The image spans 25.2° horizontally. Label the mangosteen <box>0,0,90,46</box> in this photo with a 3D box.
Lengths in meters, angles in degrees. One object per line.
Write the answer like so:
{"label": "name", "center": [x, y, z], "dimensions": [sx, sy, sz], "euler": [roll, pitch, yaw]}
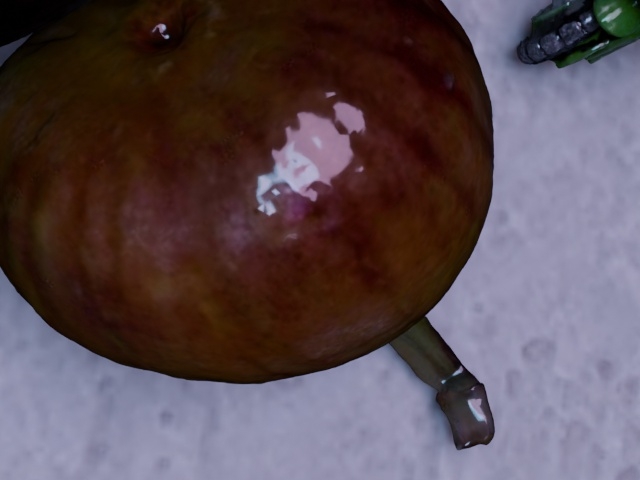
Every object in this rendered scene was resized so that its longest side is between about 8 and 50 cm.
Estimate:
{"label": "mangosteen", "center": [-0.159, -0.166, 0.331], "dimensions": [0.313, 0.297, 0.297], "euler": [-34, 97, -32]}

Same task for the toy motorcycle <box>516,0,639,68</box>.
{"label": "toy motorcycle", "center": [0.161, -0.120, 0.544], "dimensions": [0.190, 0.106, 0.074], "euler": [-32, 97, -18]}

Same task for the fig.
{"label": "fig", "center": [-0.008, -0.026, 0.464], "dimensions": [0.202, 0.148, 0.149], "euler": [4, 124, -53]}
